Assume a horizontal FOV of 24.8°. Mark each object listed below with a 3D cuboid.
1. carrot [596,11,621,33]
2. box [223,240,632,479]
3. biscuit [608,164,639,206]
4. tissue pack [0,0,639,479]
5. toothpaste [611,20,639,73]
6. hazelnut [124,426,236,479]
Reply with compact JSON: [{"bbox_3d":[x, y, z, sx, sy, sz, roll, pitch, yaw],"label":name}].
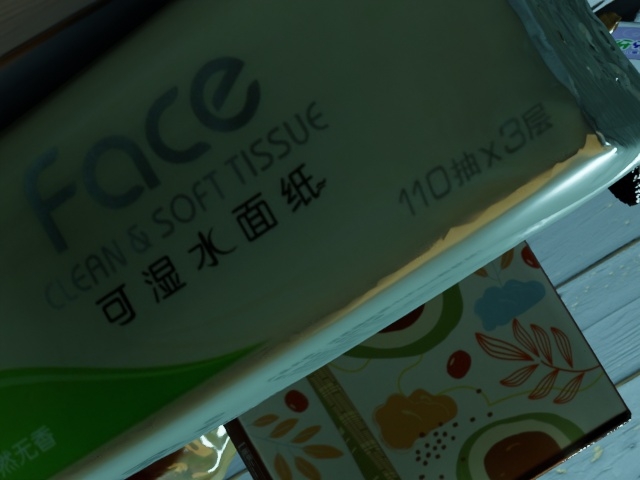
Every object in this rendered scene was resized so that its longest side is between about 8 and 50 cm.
[{"bbox_3d":[0.240,-0.187,1.564,0.191,0.047,0.047,-33,173,14],"label":"carrot"},{"bbox_3d":[0.060,0.106,1.470,0.344,0.385,0.122,-29,173,-13],"label":"box"},{"bbox_3d":[0.461,-0.140,2.273,0.053,0.194,0.194,-25,173,-3],"label":"biscuit"},{"bbox_3d":[-0.025,-0.029,0.851,0.405,0.205,0.332,-32,173,19],"label":"tissue pack"},{"bbox_3d":[0.371,-0.224,1.746,0.125,0.080,0.371,6,175,6],"label":"toothpaste"},{"bbox_3d":[-0.208,0.214,1.918,0.261,0.261,0.241,-26,-148,-34],"label":"hazelnut"}]
